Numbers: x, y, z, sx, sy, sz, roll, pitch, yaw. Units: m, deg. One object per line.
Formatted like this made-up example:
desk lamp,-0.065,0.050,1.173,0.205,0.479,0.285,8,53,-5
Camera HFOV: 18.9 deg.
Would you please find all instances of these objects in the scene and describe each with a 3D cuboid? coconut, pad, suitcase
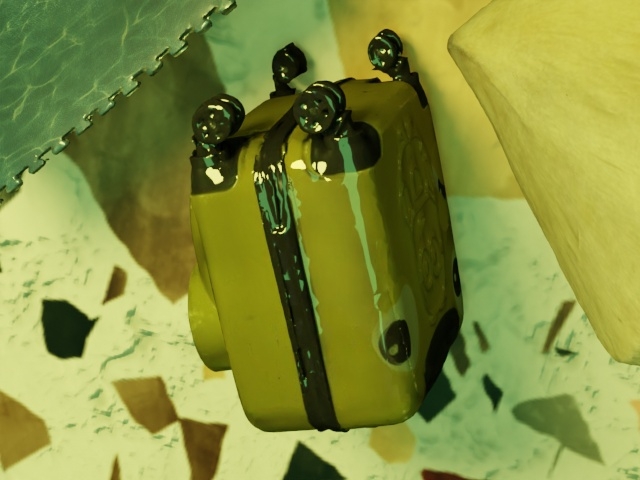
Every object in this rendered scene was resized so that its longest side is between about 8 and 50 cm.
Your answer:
coconut,0.225,-0.078,1.018,0.328,0.329,0.329,2,107,7
pad,-0.185,-0.194,1.242,0.269,0.012,0.269,-39,69,16
suitcase,0.000,0.000,1.248,0.143,0.194,0.235,-6,106,18

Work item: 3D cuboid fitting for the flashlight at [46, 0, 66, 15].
flashlight,-0.094,-0.211,1.252,0.093,0.093,0.232,43,107,-6
